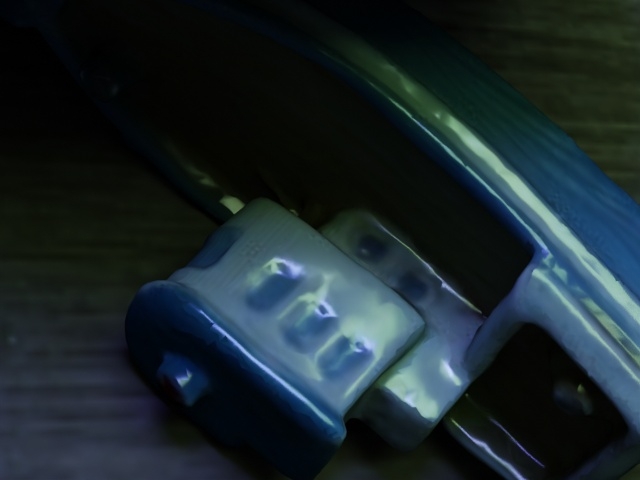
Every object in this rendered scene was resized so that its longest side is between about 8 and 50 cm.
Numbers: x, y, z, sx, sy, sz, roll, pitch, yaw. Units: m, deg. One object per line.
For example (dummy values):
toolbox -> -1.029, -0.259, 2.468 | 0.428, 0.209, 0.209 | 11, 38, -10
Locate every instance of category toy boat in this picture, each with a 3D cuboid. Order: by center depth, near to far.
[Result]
toy boat -> 0.000, 0.000, 0.438 | 0.215, 0.088, 0.102 | 42, 58, 6
